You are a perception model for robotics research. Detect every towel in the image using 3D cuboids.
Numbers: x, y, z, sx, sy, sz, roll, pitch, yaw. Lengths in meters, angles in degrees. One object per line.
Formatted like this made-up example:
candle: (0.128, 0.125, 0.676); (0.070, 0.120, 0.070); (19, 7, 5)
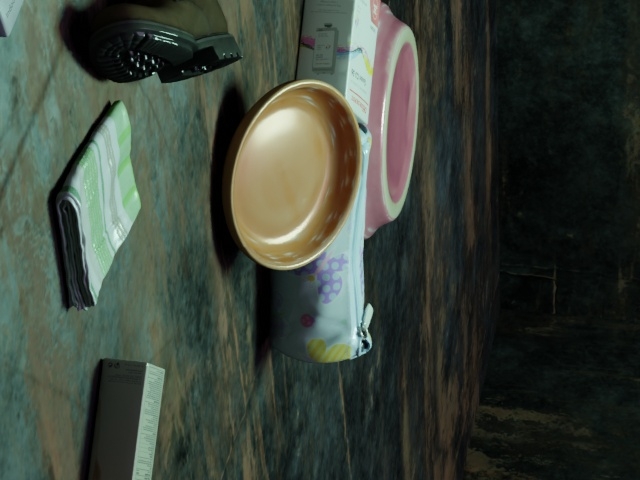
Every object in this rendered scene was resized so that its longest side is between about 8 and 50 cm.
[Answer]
towel: (-0.174, -0.030, 1.560); (0.152, 0.023, 0.113); (-69, 161, -53)

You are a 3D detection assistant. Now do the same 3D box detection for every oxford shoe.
oxford shoe: (-0.140, -0.181, 1.581); (0.227, 0.082, 0.096); (-17, 89, -75)

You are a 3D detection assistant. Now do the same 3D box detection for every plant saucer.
plant saucer: (-0.034, -0.070, 1.999); (0.200, 0.037, 0.200); (-20, 117, -45)
plant saucer: (0.066, -0.153, 2.499); (0.332, 0.084, 0.332); (4, 90, -78)

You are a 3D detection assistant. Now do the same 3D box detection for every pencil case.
pencil case: (0.000, 0.000, 2.157); (0.113, 0.124, 0.273); (-14, 113, -35)

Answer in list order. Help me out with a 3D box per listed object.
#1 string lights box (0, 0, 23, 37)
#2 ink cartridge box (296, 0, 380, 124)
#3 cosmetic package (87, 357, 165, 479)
string lights box: (-0.225, -0.252, 1.103); (0.260, 0.076, 0.133); (78, 22, -53)
ink cartridge box: (0.019, -0.205, 2.283); (0.115, 0.067, 0.198); (25, 70, -73)
cosmetic package: (-0.164, 0.160, 1.638); (0.060, 0.041, 0.115); (47, 50, -75)
